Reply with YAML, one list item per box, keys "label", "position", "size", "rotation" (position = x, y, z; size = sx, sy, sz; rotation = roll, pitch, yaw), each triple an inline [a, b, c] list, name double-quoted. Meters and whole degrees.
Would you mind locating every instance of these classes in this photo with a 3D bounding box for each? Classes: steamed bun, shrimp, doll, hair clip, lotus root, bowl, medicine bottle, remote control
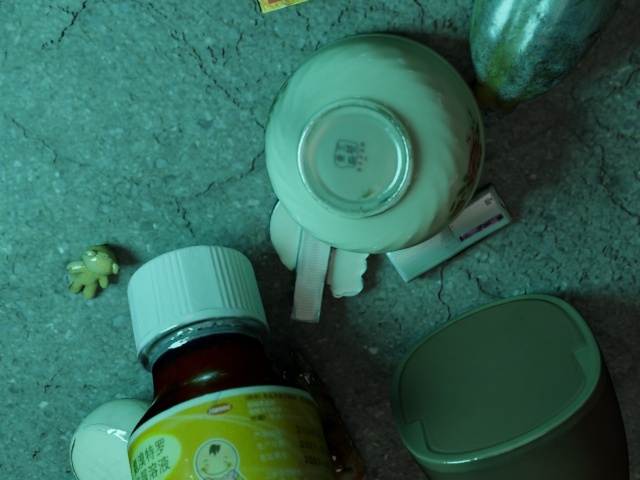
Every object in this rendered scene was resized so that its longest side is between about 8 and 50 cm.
- label: "steamed bun"
  position: [-0.232, 0.314, 1.477]
  size: [0.228, 0.131, 0.177]
  rotation: [50, 128, -1]
- label: "shrimp"
  position: [-0.071, 0.299, 1.524]
  size: [0.233, 0.071, 0.365]
  rotation: [-20, 117, 13]
- label: "doll"
  position: [-0.303, 0.044, 1.412]
  size: [0.061, 0.051, 0.093]
  rotation: [26, 111, -19]
- label: "hair clip"
  position: [0.000, 0.000, 1.405]
  size: [0.140, 0.054, 0.220]
  rotation: [10, 110, -1]
- label: "lotus root"
  position: [0.256, -0.267, 1.249]
  size: [0.158, 0.140, 0.322]
  rotation: [19, 114, -10]
- label: "bowl"
  position: [0.054, -0.105, 1.271]
  size: [0.277, 0.145, 0.277]
  rotation: [3, 104, 11]
- label: "medicine bottle"
  position: [-0.128, 0.210, 1.307]
  size: [0.242, 0.395, 0.242]
  rotation: [-14, 147, -9]
- label: "remote control"
  position: [0.171, -0.006, 1.416]
  size: [0.166, 0.029, 0.065]
  rotation: [-31, 110, 11]

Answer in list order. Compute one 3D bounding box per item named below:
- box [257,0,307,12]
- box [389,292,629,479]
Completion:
- label: "box"
  position: [0.023, -0.370, 1.237]
  size: [0.239, 0.074, 0.153]
  rotation: [-16, 116, 4]
- label: "box"
  position: [0.259, 0.244, 1.389]
  size: [0.301, 0.301, 0.216]
  rotation: [-26, 116, 9]
